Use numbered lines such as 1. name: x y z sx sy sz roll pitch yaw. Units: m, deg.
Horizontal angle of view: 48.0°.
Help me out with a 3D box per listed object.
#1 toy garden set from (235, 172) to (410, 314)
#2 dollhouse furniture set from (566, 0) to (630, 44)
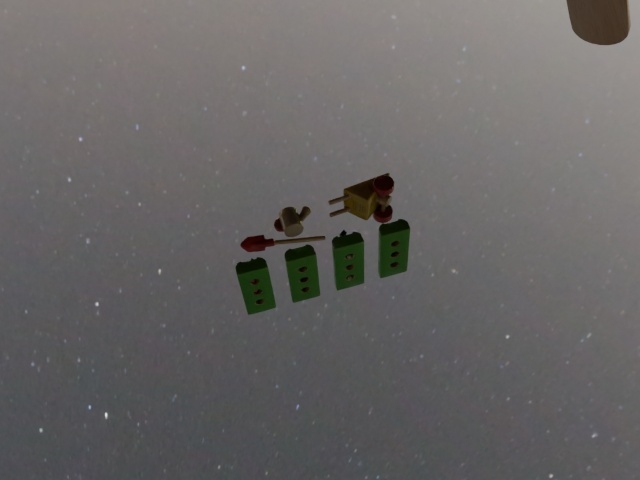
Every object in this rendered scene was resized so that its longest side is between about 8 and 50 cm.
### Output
1. toy garden set: 0.000 0.000 0.987 0.244 0.204 0.049 -15 -126 -7
2. dollhouse furniture set: 0.367 -0.315 0.527 0.303 0.174 0.356 14 -110 32
